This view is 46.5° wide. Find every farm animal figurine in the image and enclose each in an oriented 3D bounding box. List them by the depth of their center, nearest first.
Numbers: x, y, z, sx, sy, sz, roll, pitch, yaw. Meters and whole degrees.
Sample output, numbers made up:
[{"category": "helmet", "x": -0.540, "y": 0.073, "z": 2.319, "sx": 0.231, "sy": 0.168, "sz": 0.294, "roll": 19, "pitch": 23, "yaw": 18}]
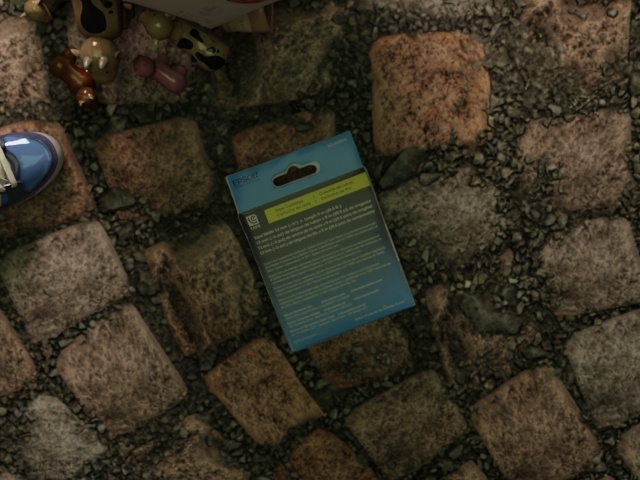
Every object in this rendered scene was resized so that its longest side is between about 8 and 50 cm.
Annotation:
[{"category": "farm animal figurine", "x": -0.343, "y": -0.364, "z": 1.265, "sx": 0.330, "sy": 0.172, "sz": 0.327, "roll": -15, "pitch": 122, "yaw": 6}]

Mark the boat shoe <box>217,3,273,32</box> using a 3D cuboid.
[{"category": "boat shoe", "x": -0.110, "y": -0.534, "z": 1.309, "sx": 0.110, "sy": 0.121, "sz": 0.341, "roll": 8, "pitch": 95, "yaw": 16}]

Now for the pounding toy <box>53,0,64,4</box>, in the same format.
[{"category": "pounding toy", "x": -0.487, "y": -0.508, "z": 1.325, "sx": 0.237, "sy": 0.110, "sz": 0.183, "roll": 26, "pitch": 96, "yaw": -4}]

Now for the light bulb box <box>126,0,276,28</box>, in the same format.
[{"category": "light bulb box", "x": -0.235, "y": -0.544, "z": 1.071, "sx": 0.358, "sy": 0.225, "sz": 0.361, "roll": 6, "pitch": 84, "yaw": -42}]

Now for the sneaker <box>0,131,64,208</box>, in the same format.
[{"category": "sneaker", "x": -0.636, "y": -0.102, "z": 1.310, "sx": 0.323, "sy": 0.236, "sz": 0.130, "roll": -18, "pitch": 98, "yaw": 1}]

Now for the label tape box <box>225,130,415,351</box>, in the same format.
[{"category": "label tape box", "x": 0.000, "y": 0.000, "z": 1.405, "sx": 0.249, "sy": 0.115, "sz": 0.347, "roll": -21, "pitch": 95, "yaw": 1}]
